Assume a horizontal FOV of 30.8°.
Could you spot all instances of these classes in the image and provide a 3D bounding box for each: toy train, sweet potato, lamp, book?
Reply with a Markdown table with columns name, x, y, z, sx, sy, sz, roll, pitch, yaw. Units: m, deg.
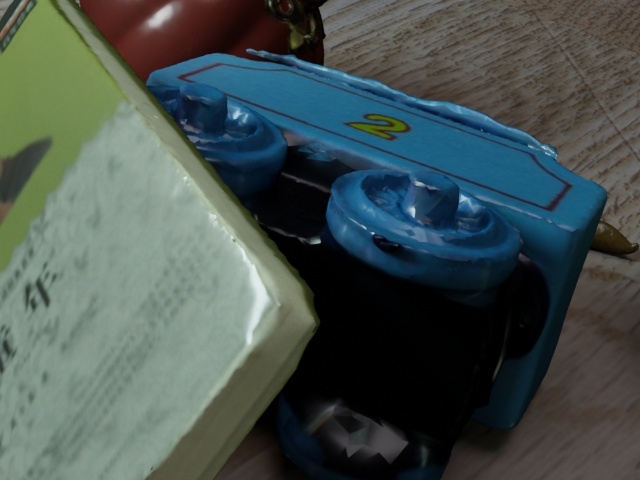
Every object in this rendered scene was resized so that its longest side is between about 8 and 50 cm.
| name | x | y | z | sx | sy | sz | roll | pitch | yaw |
| --- | --- | --- | --- | --- | --- | --- | --- | --- | --- |
| toy train | 0.000 | 0.000 | 0.716 | 0.300 | 0.188 | 0.265 | 21 | 25 | 17 |
| sweet potato | 0.201 | -0.009 | 0.944 | 0.115 | 0.026 | 0.026 | 12 | 31 | 5 |
| lamp | -0.100 | -0.178 | 0.955 | 0.226 | 0.227 | 0.227 | 9 | 31 | -5 |
| book | -0.150 | 0.029 | 0.578 | 0.035 | 0.239 | 0.352 | 26 | 16 | -41 |
